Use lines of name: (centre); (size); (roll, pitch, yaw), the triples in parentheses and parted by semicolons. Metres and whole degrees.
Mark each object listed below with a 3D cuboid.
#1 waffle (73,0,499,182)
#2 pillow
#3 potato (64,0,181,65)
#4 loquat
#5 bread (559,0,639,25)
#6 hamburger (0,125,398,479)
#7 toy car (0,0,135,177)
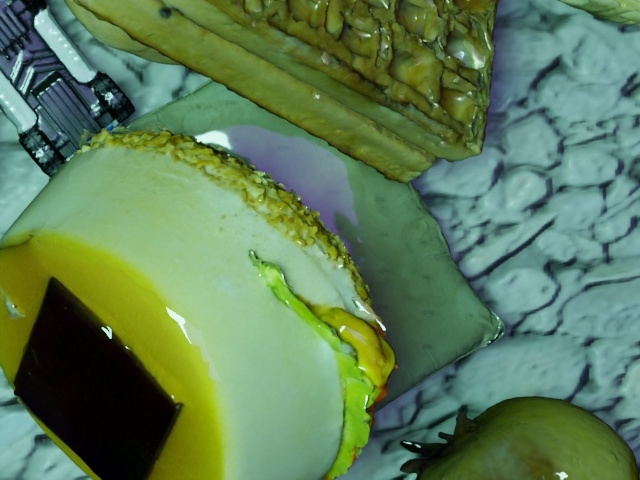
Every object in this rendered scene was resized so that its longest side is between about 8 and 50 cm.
waffle: (-0.007, -0.193, 1.202); (0.308, 0.091, 0.213); (29, 58, -34)
pillow: (0.000, 0.000, 1.314); (0.185, 0.075, 0.302); (-32, 103, -7)
potato: (-0.118, -0.187, 1.236); (0.178, 0.118, 0.109); (15, 129, -31)
loquat: (0.151, 0.219, 1.328); (0.213, 0.213, 0.213); (-2, 99, -16)
bread: (0.229, -0.284, 1.324); (0.140, 0.106, 0.236); (7, 96, -19)
hamburger: (-0.090, 0.061, 1.194); (0.294, 0.276, 0.179); (41, 51, 14)
toy car: (-0.212, -0.130, 1.234); (0.080, 0.070, 0.170); (-40, 108, -8)
